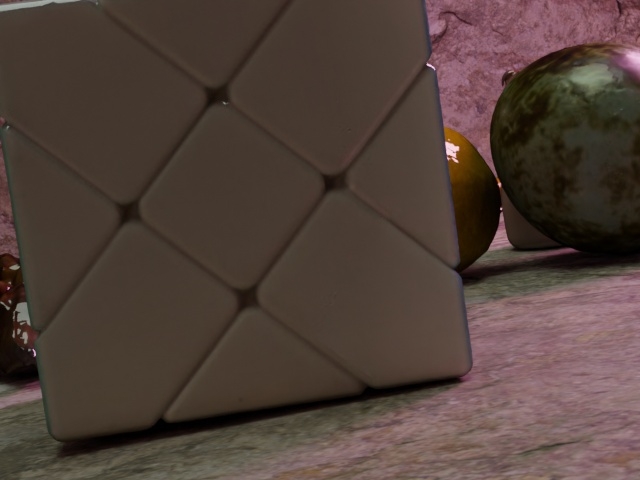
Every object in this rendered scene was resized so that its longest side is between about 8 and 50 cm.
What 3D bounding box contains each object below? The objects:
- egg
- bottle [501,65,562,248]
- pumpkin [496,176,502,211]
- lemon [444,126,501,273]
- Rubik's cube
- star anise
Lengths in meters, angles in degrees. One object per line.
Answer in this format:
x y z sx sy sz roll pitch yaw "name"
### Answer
0.314 -0.109 1.542 0.238 0.238 0.289 -11 23 -19 "egg"
0.297 -0.115 1.745 0.147 0.237 0.147 -10 4 1 "bottle"
0.179 -0.047 2.118 0.254 0.149 0.130 12 44 -5 "pumpkin"
0.112 -0.043 1.563 0.188 0.188 0.256 -7 4 32 "lemon"
-0.074 -0.040 1.094 0.318 0.322 0.316 -9 3 -5 "Rubik's cube"
-0.308 0.068 1.447 0.292 0.109 0.349 22 21 34 "star anise"
